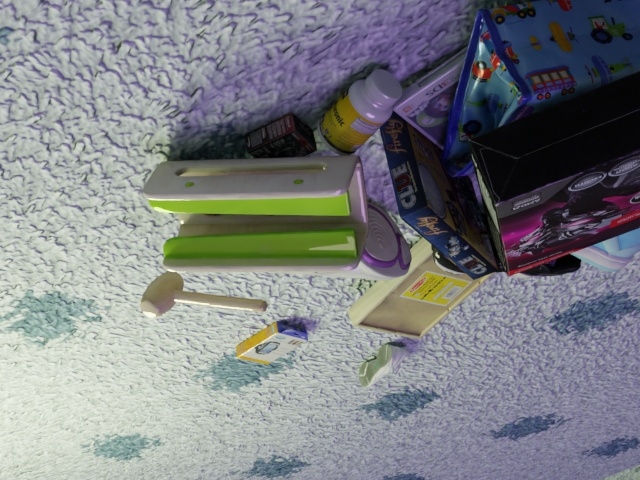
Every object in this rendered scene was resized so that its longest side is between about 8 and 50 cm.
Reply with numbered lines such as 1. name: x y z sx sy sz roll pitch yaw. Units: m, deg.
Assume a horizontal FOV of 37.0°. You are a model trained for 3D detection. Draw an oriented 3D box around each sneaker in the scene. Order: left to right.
1. sneaker: 0.000 0.000 1.477 0.305 0.114 0.152 14 156 -30
2. sneaker: 0.133 0.268 2.010 0.061 0.053 0.152 5 146 -31
3. sneaker: 0.306 0.006 1.527 0.283 0.107 0.124 5 178 -39
4. sneaker: 0.419 -0.075 1.452 0.319 0.127 0.208 15 134 -36

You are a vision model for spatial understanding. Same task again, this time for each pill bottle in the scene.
1. pill bottle: 0.052 -0.165 1.223 0.065 0.065 0.116 11 143 -33

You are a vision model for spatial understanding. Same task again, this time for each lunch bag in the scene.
1. lunch bag: 0.287 -0.165 1.211 0.221 0.138 0.293 -14 154 -14

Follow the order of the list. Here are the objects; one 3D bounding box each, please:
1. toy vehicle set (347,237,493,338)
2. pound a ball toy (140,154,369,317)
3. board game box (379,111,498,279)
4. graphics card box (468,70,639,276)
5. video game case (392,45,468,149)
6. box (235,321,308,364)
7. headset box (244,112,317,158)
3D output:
1. toy vehicle set: 0.192 0.073 1.666 0.166 0.035 0.267 15 132 -37
2. pound a ball toy: -0.097 -0.010 1.297 0.319 0.135 0.208 -1 122 15
3. board game box: 0.166 -0.061 1.341 0.042 0.165 0.243 -24 147 22
4. graphics card box: 0.319 -0.070 1.193 0.233 0.094 0.371 -20 161 7
5. video game case: 0.211 -0.185 1.266 0.173 0.022 0.190 -32 145 23
6. box: -0.089 0.195 1.839 0.081 0.028 0.136 20 136 -42
7. headset box: -0.049 -0.132 1.280 0.083 0.032 0.062 -24 149 20
